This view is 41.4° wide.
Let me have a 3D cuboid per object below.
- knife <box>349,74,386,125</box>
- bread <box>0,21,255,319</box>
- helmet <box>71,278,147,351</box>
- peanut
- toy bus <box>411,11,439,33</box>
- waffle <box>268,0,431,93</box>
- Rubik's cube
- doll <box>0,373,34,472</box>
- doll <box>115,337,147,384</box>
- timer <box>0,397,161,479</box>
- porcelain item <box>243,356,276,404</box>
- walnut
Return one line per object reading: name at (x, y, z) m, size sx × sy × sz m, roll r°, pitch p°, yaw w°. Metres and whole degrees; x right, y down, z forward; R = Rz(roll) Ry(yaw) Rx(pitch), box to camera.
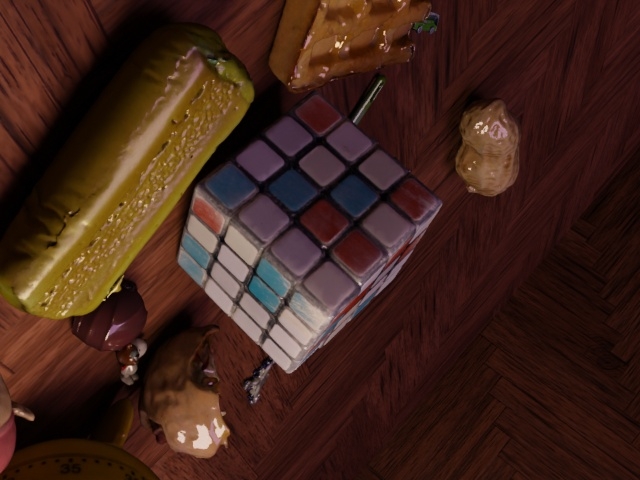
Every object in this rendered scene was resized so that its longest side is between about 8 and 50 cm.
knife at (0.046, -0.194, 1.447) m, size 0.212 × 0.015 × 0.054 m, roll -56°, pitch 155°, yaw 9°
bread at (-0.231, -0.081, 0.971) m, size 0.383 × 0.112 × 0.166 m, roll -53°, pitch 154°, yaw 3°
helmet at (-0.285, 0.112, 1.191) m, size 0.123 × 0.070 × 0.098 m, roll -15°, pitch 136°, yaw -53°
peanut at (0.367, -0.209, 1.871) m, size 0.153 × 0.140 × 0.325 m, roll -33°, pitch 152°, yaw -3°
toy bus at (0.167, -0.367, 1.414) m, size 0.083 × 0.031 × 0.037 m, roll -17°, pitch 128°, yaw -54°
waffle at (0.076, -0.383, 1.166) m, size 0.304 × 0.077 × 0.348 m, roll -24°, pitch 144°, yaw -46°
Rubik's cube at (-0.024, -0.006, 1.218) m, size 0.253 × 0.259 × 0.256 m, roll -40°, pitch 169°, yaw -28°
doll at (-0.428, 0.168, 0.910) m, size 0.196 × 0.152 × 0.255 m, roll -12°, pitch 126°, yaw -11°
doll at (-0.298, 0.188, 1.318) m, size 0.085 × 0.040 × 0.058 m, roll -64°, pitch 165°, yaw 22°
timer at (-0.365, 0.440, 1.228) m, size 0.376 × 0.376 × 0.387 m, roll -54°, pitch -160°, yaw 2°
porcelain item at (-0.136, 0.297, 1.780) m, size 0.075 × 0.021 × 0.136 m, roll -14°, pitch 135°, yaw -56°
walnut at (-0.221, 0.238, 1.364) m, size 0.238 × 0.141 × 0.204 m, roll 158°, pitch -68°, yaw -78°
